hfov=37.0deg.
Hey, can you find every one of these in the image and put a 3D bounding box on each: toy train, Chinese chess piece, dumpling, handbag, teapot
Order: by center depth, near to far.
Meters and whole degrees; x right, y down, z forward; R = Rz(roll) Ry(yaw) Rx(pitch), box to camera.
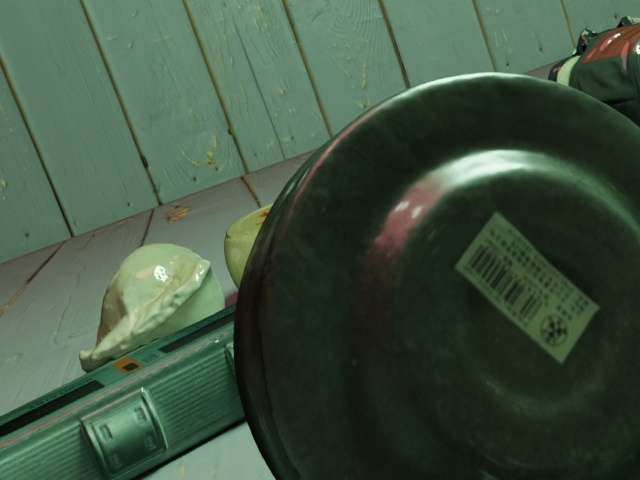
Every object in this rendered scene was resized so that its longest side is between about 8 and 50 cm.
[{"bbox_3d":[0.095,0.037,0.529,0.321,0.240,0.239,-29,0,-19],"label":"teapot"},{"bbox_3d":[-0.150,0.143,0.807,0.409,0.086,0.089,-25,14,-28],"label":"toy train"},{"bbox_3d":[-0.201,0.090,1.101,0.179,0.131,0.252,-46,7,-16],"label":"dumpling"},{"bbox_3d":[0.000,0.000,1.226,0.249,0.103,0.250,-17,12,4],"label":"Chinese chess piece"},{"bbox_3d":[0.445,-0.220,1.329,0.254,0.181,0.181,-23,13,-32],"label":"handbag"}]
